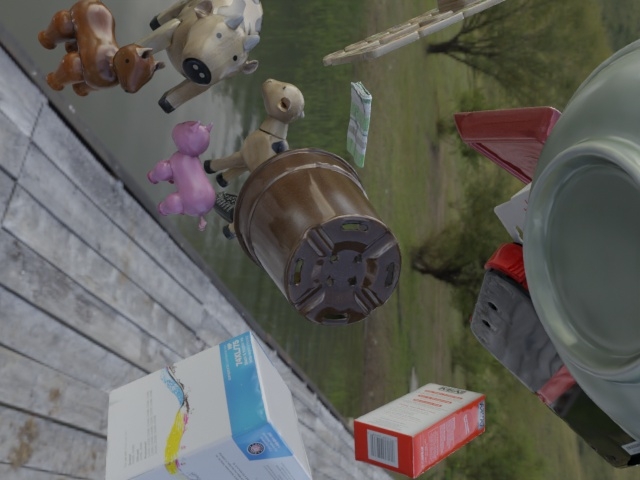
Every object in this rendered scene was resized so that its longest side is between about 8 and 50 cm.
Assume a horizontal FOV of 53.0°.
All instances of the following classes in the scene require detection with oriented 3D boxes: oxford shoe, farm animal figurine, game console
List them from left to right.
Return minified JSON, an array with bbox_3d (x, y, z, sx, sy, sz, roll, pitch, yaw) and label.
[{"bbox_3d":[-0.119,-0.193,0.727,0.330,0.172,0.327,42,36,-43],"label":"farm animal figurine"},{"bbox_3d":[-0.133,-0.022,1.259,0.082,0.227,0.096,-35,148,-39],"label":"oxford shoe"},{"bbox_3d":[0.369,0.182,0.952,0.060,0.342,0.387,-42,158,-10],"label":"game console"}]

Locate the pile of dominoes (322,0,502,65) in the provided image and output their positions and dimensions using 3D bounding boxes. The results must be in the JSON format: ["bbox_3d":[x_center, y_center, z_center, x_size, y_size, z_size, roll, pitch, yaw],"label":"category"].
[{"bbox_3d":[0.117,-0.272,0.760,0.196,0.251,0.040,23,-42,64],"label":"pile of dominoes"}]

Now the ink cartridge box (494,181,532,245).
[{"bbox_3d":[0.325,-0.040,0.807,0.067,0.198,0.115,-35,91,-29],"label":"ink cartridge box"}]

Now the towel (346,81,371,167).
[{"bbox_3d":[0.076,-0.241,1.328,0.113,0.023,0.152,-108,-159,-59],"label":"towel"}]

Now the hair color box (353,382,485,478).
[{"bbox_3d":[0.103,0.187,0.647,0.141,0.071,0.043,-9,98,-48],"label":"hair color box"}]

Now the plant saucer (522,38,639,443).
[{"bbox_3d":[0.284,0.014,0.587,0.400,0.100,0.401,175,-90,-77],"label":"plant saucer"}]

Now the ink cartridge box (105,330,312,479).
[{"bbox_3d":[-0.187,0.326,1.068,0.197,0.269,0.198,-111,177,-50],"label":"ink cartridge box"}]

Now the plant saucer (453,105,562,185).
[{"bbox_3d":[0.394,-0.151,1.150,0.258,0.259,0.048,18,-97,64],"label":"plant saucer"}]

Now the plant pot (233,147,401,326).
[{"bbox_3d":[0.000,0.000,0.705,0.165,0.166,0.167,-126,-154,-61],"label":"plant pot"}]
